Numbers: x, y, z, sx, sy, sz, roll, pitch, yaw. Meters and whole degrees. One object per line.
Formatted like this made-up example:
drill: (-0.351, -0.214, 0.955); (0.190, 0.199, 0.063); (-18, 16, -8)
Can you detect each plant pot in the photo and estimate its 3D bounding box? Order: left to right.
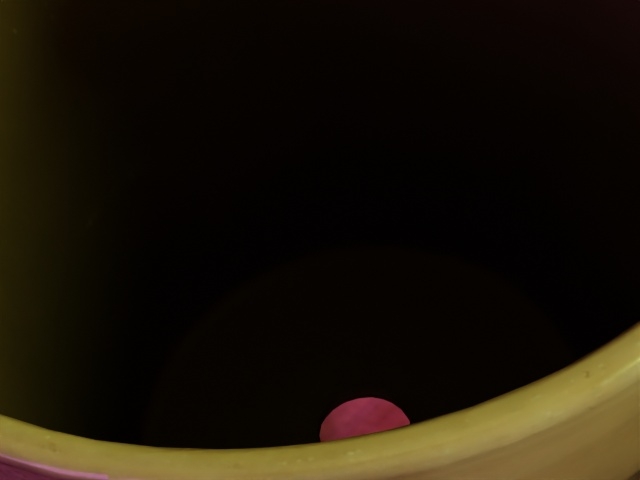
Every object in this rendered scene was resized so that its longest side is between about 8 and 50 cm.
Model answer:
plant pot: (0.000, 0.000, 0.598); (0.323, 0.323, 0.280); (20, 150, 20)
